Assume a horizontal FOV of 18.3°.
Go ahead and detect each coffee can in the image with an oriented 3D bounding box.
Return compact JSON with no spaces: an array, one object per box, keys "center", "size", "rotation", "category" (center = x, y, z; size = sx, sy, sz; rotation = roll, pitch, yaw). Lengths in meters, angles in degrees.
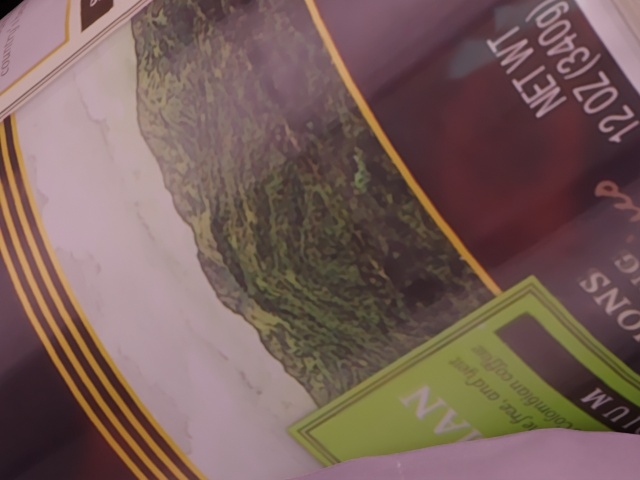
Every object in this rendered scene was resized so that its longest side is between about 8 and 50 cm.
[{"center":[0.000,0.000,0.523],"size":[0.275,0.201,0.201],"rotation":[-35,70,27],"category":"coffee can"}]

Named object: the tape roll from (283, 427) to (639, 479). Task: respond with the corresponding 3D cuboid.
[{"center":[0.045,0.140,0.474],"size":[0.219,0.219,0.072],"rotation":[-36,38,27],"category":"tape roll"}]
